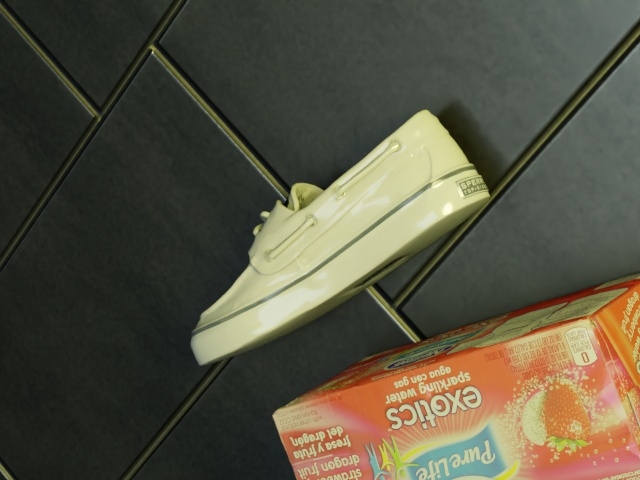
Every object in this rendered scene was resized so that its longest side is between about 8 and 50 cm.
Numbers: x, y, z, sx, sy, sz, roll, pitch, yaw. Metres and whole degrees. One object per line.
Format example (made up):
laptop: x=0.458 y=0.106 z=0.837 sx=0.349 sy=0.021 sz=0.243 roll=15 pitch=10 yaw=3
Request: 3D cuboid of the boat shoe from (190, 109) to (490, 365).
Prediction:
boat shoe: x=0.000 y=0.000 z=1.227 sx=0.258 sy=0.095 sz=0.084 roll=-33 pitch=81 yaw=25

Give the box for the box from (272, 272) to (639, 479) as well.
box: x=0.115 y=0.120 z=1.155 sx=0.256 sy=0.128 sz=0.123 roll=-20 pitch=92 yaw=35
